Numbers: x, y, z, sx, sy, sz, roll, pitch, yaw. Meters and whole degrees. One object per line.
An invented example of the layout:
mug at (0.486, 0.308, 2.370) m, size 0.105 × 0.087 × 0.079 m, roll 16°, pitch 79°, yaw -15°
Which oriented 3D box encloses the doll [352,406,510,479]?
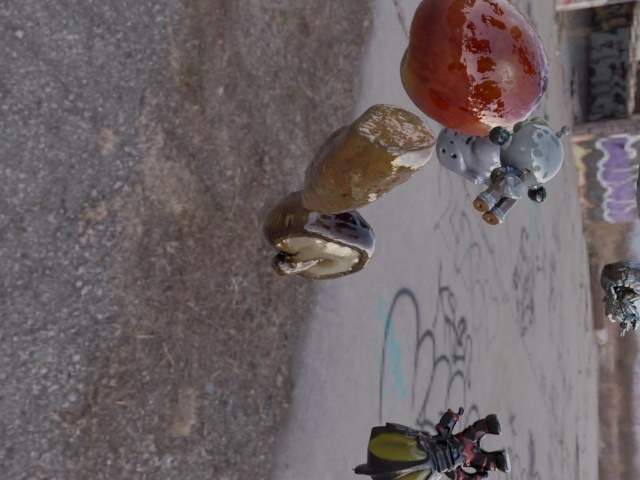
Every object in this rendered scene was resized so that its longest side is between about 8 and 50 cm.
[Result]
doll at (0.168, 0.341, 1.155) m, size 0.088 × 0.248 × 0.127 m, roll 56°, pitch 27°, yaw -54°

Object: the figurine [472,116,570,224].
figurine at (0.301, -0.109, 1.120) m, size 0.197 × 0.093 × 0.147 m, roll -44°, pitch 111°, yaw -12°

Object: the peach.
peach at (0.283, -0.326, 1.327) m, size 0.238 × 0.280 × 0.281 m, roll 100°, pitch -4°, yaw -69°

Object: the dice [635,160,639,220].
dice at (0.428, -0.082, 0.554) m, size 0.271 × 0.270 × 0.270 m, roll -45°, pitch 144°, yaw -20°

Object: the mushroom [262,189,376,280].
mushroom at (-0.003, -0.013, 1.337) m, size 0.231 × 0.194 × 0.138 m, roll 74°, pitch 2°, yaw -64°

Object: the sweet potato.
sweet potato at (0.038, -0.083, 0.821) m, size 0.251 × 0.097 × 0.097 m, roll 154°, pitch -58°, yaw -63°

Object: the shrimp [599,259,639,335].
shrimp at (0.486, 0.103, 1.164) m, size 0.233 × 0.079 × 0.090 m, roll 63°, pitch 27°, yaw -51°

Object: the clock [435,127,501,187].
clock at (0.321, -0.197, 1.528) m, size 0.080 × 0.176 × 0.117 m, roll -32°, pitch 142°, yaw -35°
